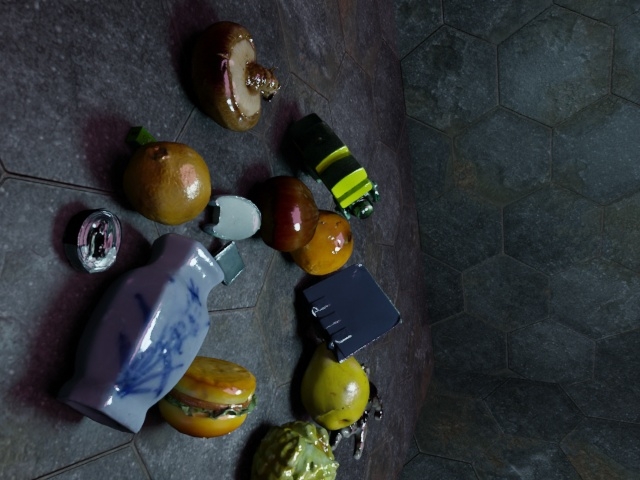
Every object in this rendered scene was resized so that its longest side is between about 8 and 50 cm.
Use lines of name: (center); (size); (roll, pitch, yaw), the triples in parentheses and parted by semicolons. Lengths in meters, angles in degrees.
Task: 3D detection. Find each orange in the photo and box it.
orange: (0.000, 0.000, 1.747); (0.246, 0.246, 0.246); (-3, 94, -64)

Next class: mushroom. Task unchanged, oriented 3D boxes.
mushroom: (-0.246, -0.452, 1.337); (0.278, 0.163, 0.297); (-2, 93, -55)

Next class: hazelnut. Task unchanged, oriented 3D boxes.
hazelnut: (-0.108, -0.093, 1.556); (0.217, 0.217, 0.251); (31, 42, -60)

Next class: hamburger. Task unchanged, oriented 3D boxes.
hamburger: (-0.282, 0.398, 1.197); (0.246, 0.246, 0.170); (17, 90, -63)

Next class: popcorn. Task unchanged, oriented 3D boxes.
popcorn: (-0.088, 0.762, 1.560); (0.279, 0.274, 0.335); (40, 56, -55)

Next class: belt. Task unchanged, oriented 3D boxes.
belt: (-0.470, 0.000, 0.999); (0.105, 0.058, 0.140); (16, 77, -60)

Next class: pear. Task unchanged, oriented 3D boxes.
pear: (0.043, 0.560, 1.875); (0.336, 0.285, 0.285); (-131, -159, -57)

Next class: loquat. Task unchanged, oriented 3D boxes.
loquat: (-0.346, -0.125, 1.102); (0.234, 0.187, 0.176); (108, -3, -58)

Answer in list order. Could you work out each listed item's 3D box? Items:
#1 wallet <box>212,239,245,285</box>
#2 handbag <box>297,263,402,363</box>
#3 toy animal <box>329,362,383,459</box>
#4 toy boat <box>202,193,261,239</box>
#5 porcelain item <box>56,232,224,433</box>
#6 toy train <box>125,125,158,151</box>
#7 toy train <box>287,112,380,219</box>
wallet: (-0.273, 0.067, 1.417); (0.088, 0.026, 0.129); (-47, 143, -29)
handbag: (0.105, 0.277, 1.863); (0.329, 0.303, 0.122); (-25, 161, -32)
toy animal: (0.152, 0.743, 2.152); (0.344, 0.194, 0.303); (-40, 132, -61)
toy boat: (-0.267, -0.068, 1.417); (0.207, 0.079, 0.134); (2, 91, -53)
porcelain item: (-0.379, 0.193, 1.058); (0.405, 0.178, 0.242); (-66, 147, -34)
toy train: (-0.386, -0.195, 1.182); (0.209, 0.042, 0.044); (51, 47, -52)
toy train: (0.042, -0.269, 1.719); (0.442, 0.179, 0.272); (56, 2, 37)
